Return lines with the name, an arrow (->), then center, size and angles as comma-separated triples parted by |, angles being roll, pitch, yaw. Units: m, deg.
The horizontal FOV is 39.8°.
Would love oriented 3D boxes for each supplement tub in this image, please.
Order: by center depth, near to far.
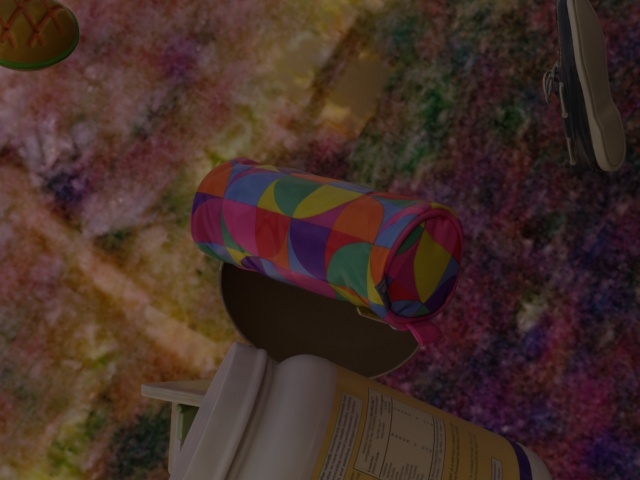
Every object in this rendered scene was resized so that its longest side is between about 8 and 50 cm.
supplement tub -> 0.028, 0.255, 0.848 | 0.241, 0.331, 0.241 | -155, 90, -84

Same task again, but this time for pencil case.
pencil case -> 0.000, 0.000, 0.703 | 0.236, 0.104, 0.104 | 20, 76, 42

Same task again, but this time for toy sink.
toy sink -> -0.116, 0.263, 1.205 | 0.152, 0.234, 0.131 | 1, 85, 38

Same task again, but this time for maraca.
maraca -> -0.424, -0.287, 1.205 | 0.099, 0.185, 0.127 | 112, 154, -58

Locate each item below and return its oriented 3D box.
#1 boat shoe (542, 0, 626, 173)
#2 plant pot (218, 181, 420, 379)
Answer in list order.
boat shoe -> 0.356, -0.214, 1.222 | 0.079, 0.255, 0.095 | -1, 28, 45
plant pot -> 0.025, 0.027, 1.223 | 0.284, 0.284, 0.191 | -53, 8, 39
